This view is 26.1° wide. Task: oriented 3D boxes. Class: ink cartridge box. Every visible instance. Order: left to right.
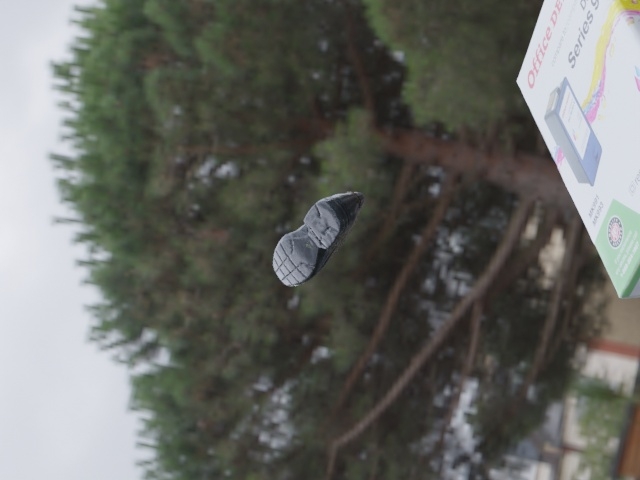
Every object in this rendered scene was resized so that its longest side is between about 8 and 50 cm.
[{"bbox_3d":[0.222,-0.091,0.922,0.154,0.093,0.212,104,157,-50],"label":"ink cartridge box"}]

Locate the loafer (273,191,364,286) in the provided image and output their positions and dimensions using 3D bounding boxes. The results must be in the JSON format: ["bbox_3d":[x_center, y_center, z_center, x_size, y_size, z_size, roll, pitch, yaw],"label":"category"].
[{"bbox_3d":[0.000,0.000,1.633,0.061,0.062,0.170,-30,-9,-40],"label":"loafer"}]
